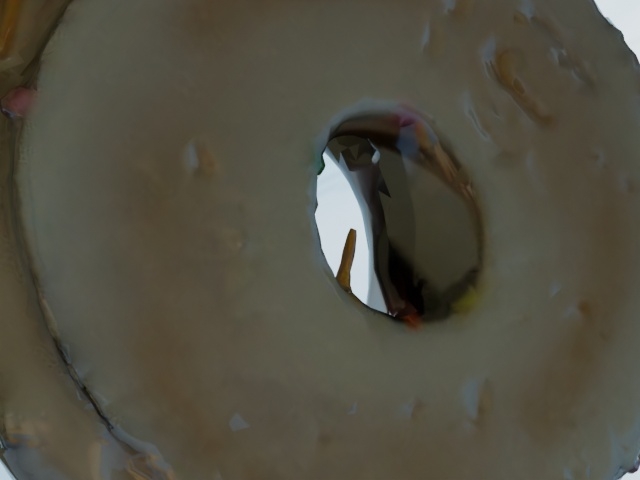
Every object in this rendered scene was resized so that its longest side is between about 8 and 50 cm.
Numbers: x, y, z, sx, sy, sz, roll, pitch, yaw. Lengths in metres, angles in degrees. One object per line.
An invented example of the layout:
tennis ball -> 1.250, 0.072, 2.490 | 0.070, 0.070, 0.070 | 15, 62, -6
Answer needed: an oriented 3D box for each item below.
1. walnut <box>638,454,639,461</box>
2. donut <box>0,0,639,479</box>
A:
walnut -> 0.169, 0.091, 0.949 | 0.091, 0.052, 0.121 | 6, -168, 14
donut -> 0.000, 0.000, 0.744 | 0.383, 0.382, 0.142 | -40, -165, -27
